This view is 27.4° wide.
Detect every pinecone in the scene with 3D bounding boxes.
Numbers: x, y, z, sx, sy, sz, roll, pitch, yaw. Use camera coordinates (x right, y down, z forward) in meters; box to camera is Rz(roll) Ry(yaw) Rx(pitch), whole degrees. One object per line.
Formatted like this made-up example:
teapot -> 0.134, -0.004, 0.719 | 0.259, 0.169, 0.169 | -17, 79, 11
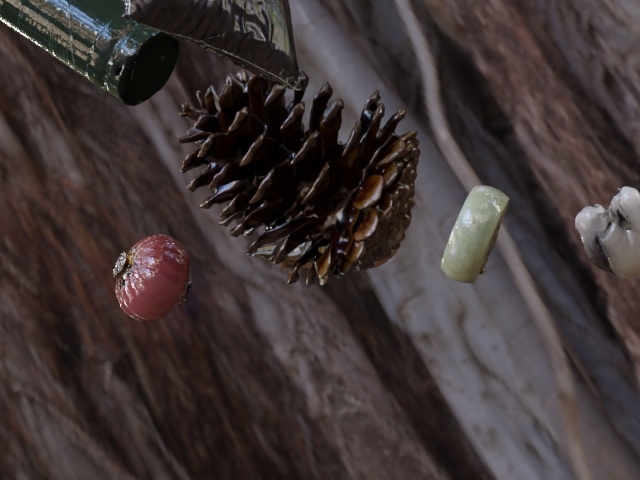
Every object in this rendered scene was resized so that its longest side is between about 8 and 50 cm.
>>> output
pinecone -> -0.025, -0.085, 1.480 | 0.246, 0.292, 0.246 | -58, 5, 8

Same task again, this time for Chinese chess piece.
Chinese chess piece -> 0.223, -0.008, 1.879 | 0.144, 0.058, 0.144 | 22, -90, -80

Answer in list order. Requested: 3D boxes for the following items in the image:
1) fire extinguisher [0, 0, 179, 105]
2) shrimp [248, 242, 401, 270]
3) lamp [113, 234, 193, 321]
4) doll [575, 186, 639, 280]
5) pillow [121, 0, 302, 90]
fire extinguisher -> -0.302, -0.266, 1.418 | 0.095, 0.311, 0.114 | -51, -18, -17
shrimp -> 0.001, -0.015, 2.051 | 0.254, 0.059, 0.145 | 3, -59, 12
lamp -> -0.200, 0.045, 1.569 | 0.092, 0.107, 0.107 | 26, -50, -25
doll -> 0.389, -0.028, 1.485 | 0.192, 0.095, 0.149 | -32, -24, 20
pillow -> -0.096, -0.219, 1.151 | 0.055, 0.141, 0.208 | -26, -29, 33
